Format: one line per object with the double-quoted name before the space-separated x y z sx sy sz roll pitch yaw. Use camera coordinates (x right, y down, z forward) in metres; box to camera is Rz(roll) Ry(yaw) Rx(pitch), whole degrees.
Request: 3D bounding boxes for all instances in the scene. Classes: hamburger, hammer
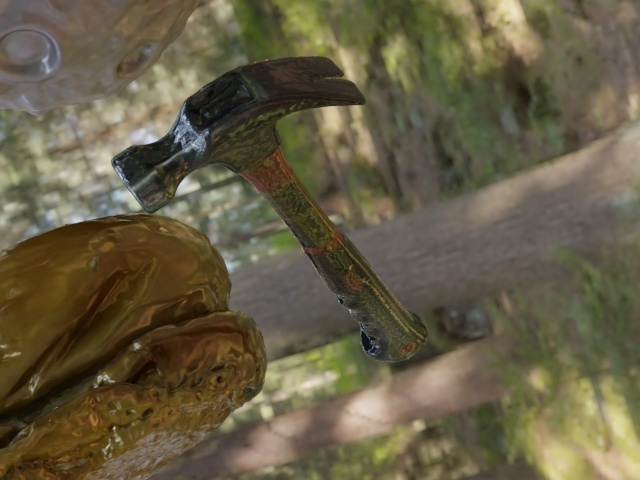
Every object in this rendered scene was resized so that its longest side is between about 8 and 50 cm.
"hamburger" -0.173 0.093 0.829 0.158 0.318 0.318 62 -162 4
"hammer" 0.000 0.000 0.749 0.033 0.111 0.288 54 180 32

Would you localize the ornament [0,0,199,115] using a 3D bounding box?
"ornament" -0.252 -0.281 1.291 0.337 0.337 0.337 55 -155 -41
